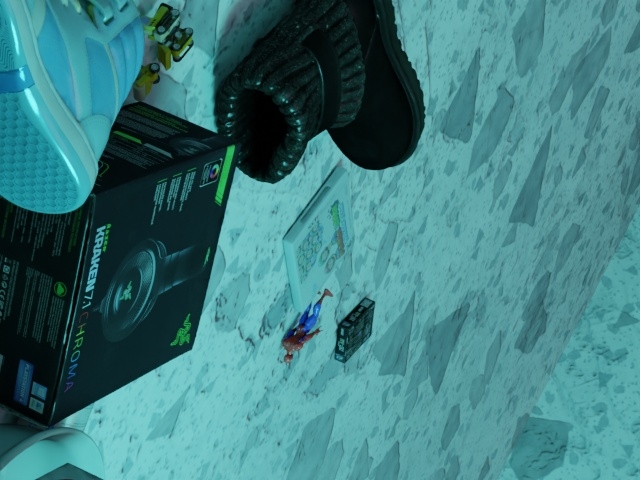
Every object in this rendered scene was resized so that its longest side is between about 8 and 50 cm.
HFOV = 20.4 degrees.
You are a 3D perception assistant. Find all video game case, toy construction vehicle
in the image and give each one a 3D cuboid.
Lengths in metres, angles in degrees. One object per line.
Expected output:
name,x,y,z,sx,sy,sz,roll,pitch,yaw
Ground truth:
video game case,0.000,0.000,2.389,0.143,0.019,0.157,-54,155,-30
toy construction vehicle,-0.169,-0.196,1.797,0.098,0.035,0.086,-54,166,-23

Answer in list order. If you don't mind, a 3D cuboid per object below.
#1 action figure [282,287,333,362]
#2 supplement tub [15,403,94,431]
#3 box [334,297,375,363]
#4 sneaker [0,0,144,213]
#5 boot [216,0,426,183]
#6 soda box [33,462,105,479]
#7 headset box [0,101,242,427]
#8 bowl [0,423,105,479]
action figure,-0.021,0.118,2.430,0.115,0.038,0.030,-59,140,-21
supplement tub,-0.279,0.190,1.852,0.071,0.071,0.107,12,99,-68
box,0.051,0.133,2.638,0.083,0.018,0.067,-44,149,-45
sneaker,-0.250,-0.200,1.503,0.319,0.127,0.208,74,28,-45
boot,0.000,-0.145,2.088,0.260,0.131,0.348,-61,148,-33
soda box,-0.258,0.361,1.678,0.098,0.091,0.286,-25,134,-61
headset box,-0.215,0.014,1.750,0.283,0.131,0.246,-26,135,-60
bowl,-0.346,0.292,1.712,0.298,0.134,0.298,-50,153,-38
